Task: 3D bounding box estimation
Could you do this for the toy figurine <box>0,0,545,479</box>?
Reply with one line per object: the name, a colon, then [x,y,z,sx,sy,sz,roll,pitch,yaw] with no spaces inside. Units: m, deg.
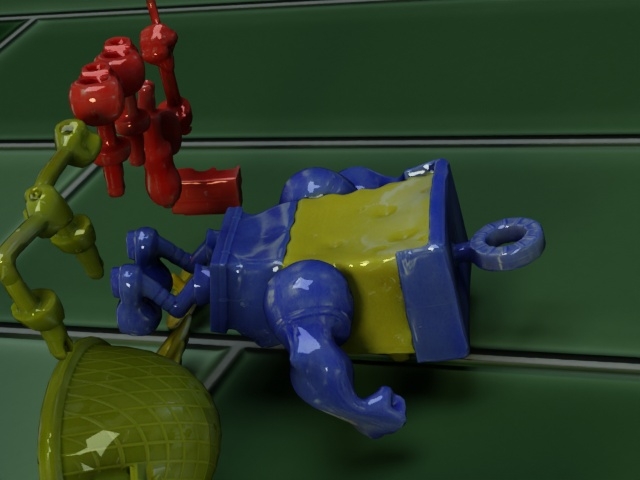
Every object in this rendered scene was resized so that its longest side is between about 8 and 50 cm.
toy figurine: [0.000,0.000,0.847,0.217,0.191,0.362,-3,24,6]
